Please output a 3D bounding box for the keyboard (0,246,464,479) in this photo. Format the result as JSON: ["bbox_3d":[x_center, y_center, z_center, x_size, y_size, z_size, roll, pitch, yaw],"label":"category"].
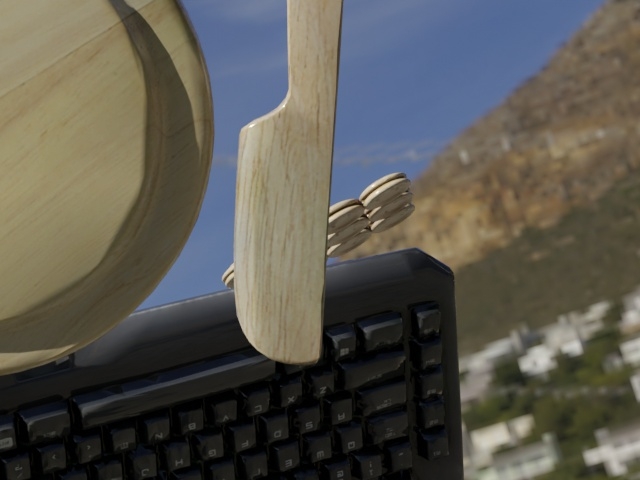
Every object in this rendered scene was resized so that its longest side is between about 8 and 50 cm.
[{"bbox_3d":[-0.090,0.124,0.662,0.317,0.033,0.202,-14,-59,-20],"label":"keyboard"}]

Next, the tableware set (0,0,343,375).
[{"bbox_3d":[-0.065,0.031,0.330,0.128,0.194,0.039,3,10,-2],"label":"tableware set"}]

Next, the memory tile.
[{"bbox_3d":[0.000,0.000,1.295,0.148,0.012,0.113,-30,-14,0],"label":"memory tile"}]
